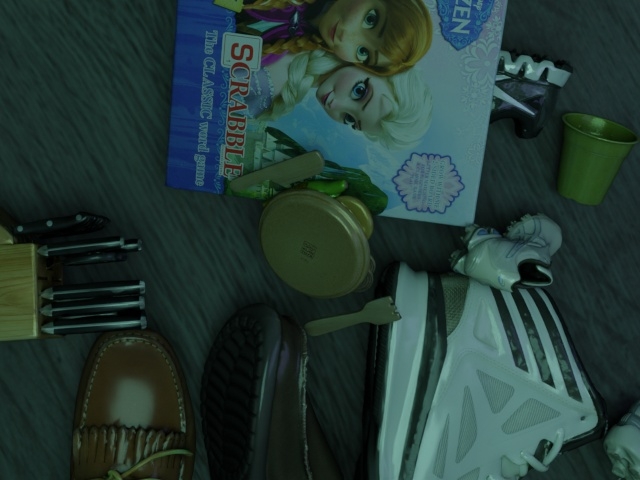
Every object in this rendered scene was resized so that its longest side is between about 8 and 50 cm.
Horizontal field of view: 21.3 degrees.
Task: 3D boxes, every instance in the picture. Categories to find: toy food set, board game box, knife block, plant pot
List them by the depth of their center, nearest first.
[{"bbox_3d":[0.016,-0.184,1.668,0.318,0.066,0.318,7,117,3],"label":"board game box"},{"bbox_3d":[0.000,0.000,1.699,0.132,0.038,0.192,-15,110,34],"label":"toy food set"},{"bbox_3d":[-0.310,0.071,1.704,0.242,0.088,0.275,41,94,10],"label":"knife block"},{"bbox_3d":[0.280,-0.081,1.775,0.083,0.083,0.079,13,110,-7],"label":"plant pot"}]

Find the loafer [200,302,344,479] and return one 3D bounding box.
[{"bbox_3d":[-0.045,0.234,1.787,0.130,0.134,0.365,-7,112,-27],"label":"loafer"}]

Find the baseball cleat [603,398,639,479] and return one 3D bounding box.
[{"bbox_3d":[0.383,0.258,1.843,0.109,0.072,0.206,-48,122,-25],"label":"baseball cleat"}]

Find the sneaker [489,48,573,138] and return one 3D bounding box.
[{"bbox_3d":[0.136,-0.160,1.743,0.234,0.078,0.106,14,96,-9],"label":"sneaker"}]

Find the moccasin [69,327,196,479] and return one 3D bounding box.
[{"bbox_3d":[-0.208,0.276,1.755,0.139,0.147,0.380,11,98,-4],"label":"moccasin"}]

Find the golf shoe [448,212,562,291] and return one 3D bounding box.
[{"bbox_3d":[0.208,0.023,1.739,0.086,0.176,0.069,38,120,28],"label":"golf shoe"}]

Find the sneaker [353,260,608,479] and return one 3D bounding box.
[{"bbox_3d":[0.167,0.254,1.773,0.258,0.169,0.447,6,97,-4],"label":"sneaker"}]
